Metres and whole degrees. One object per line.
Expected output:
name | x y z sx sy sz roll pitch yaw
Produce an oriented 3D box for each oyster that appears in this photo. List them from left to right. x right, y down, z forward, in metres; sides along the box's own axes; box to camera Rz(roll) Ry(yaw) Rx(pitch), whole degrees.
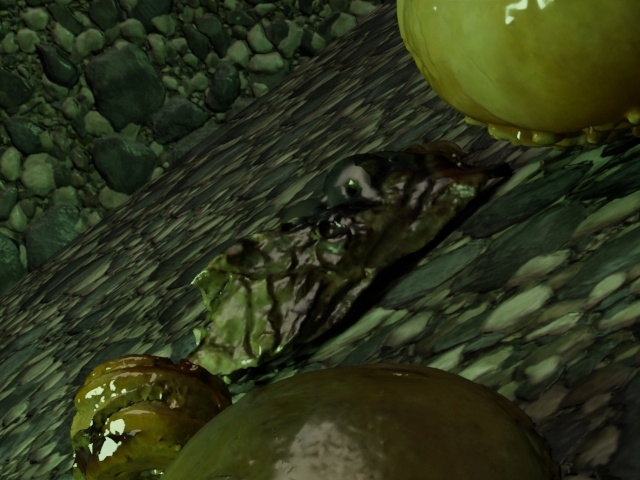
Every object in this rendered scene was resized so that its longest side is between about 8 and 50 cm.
oyster | -0.009 0.007 1.330 0.361 0.096 0.221 -39 6 -28

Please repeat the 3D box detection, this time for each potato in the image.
potato | -0.011 0.144 0.777 0.239 0.116 0.299 -15 24 45

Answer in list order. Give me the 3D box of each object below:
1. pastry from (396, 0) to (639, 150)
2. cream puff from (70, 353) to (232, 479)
pastry | 0.249 -0.226 1.155 0.409 0.245 0.409 -34 12 8
cream puff | -0.107 0.131 1.040 0.133 0.119 0.104 112 163 -57
